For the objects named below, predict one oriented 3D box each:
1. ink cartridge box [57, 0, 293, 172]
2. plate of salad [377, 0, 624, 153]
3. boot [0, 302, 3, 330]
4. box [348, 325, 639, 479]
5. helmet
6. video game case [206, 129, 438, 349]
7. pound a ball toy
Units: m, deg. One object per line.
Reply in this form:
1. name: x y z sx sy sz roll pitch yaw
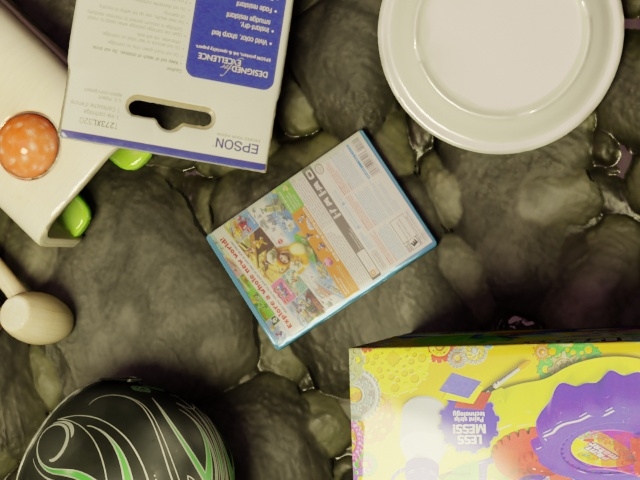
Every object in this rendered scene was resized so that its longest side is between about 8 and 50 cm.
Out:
1. ink cartridge box: -0.105 -0.251 1.031 0.176 0.069 0.371 9 86 -13
2. plate of salad: 0.147 -0.171 1.018 0.200 0.048 0.200 0 95 4
3. boot: -0.425 0.096 1.131 0.248 0.090 0.207 27 82 13
4. box: 0.189 0.153 0.879 0.290 0.279 0.177 -2 88 12
5. helmet: -0.148 0.207 1.011 0.161 0.169 0.169 28 94 28
6. video game case: 0.000 0.000 1.060 0.166 0.015 0.119 -34 82 9
7. pound a ball toy: -0.294 -0.085 1.067 0.319 0.136 0.208 44 97 11
